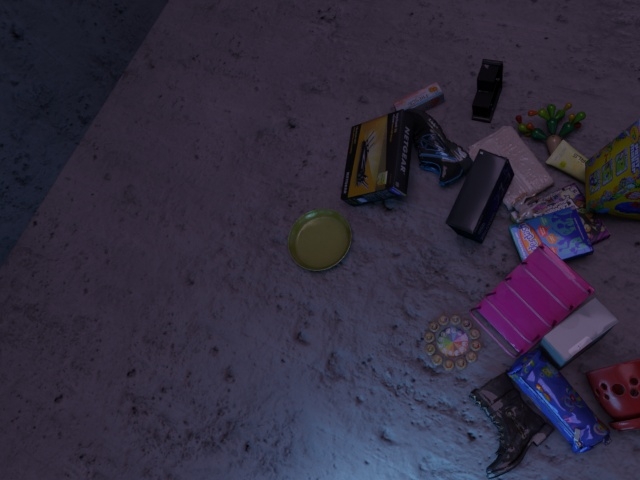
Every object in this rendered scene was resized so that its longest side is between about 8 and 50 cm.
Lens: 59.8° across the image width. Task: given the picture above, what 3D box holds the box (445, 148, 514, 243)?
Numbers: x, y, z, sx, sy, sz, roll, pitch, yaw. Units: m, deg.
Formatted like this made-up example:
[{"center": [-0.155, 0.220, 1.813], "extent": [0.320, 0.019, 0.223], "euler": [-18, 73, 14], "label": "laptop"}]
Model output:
[{"center": [0.522, -0.138, 1.807], "extent": [0.103, 0.184, 0.261], "euler": [25, 91, 30], "label": "box"}]

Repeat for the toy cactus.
[{"center": [0.793, -0.376, 1.912], "extent": [0.219, 0.112, 0.180], "euler": [-6, 87, 12], "label": "toy cactus"}]

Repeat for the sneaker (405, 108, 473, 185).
[{"center": [0.387, -0.342, 1.994], "extent": [0.139, 0.125, 0.341], "euler": [-40, 63, 1], "label": "sneaker"}]

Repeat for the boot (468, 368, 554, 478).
[{"center": [0.522, 0.537, 1.634], "extent": [0.263, 0.091, 0.229], "euler": [-37, 62, -11], "label": "boot"}]

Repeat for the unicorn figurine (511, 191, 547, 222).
[{"center": [0.662, -0.101, 1.785], "extent": [0.111, 0.162, 0.060], "euler": [-28, 103, 8], "label": "unicorn figurine"}]

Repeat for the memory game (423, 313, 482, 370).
[{"center": [0.423, 0.325, 1.782], "extent": [0.186, 0.012, 0.186], "euler": [-6, 67, 14], "label": "memory game"}]

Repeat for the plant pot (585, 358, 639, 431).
[{"center": [0.852, 0.419, 1.518], "extent": [0.191, 0.191, 0.174], "euler": [-18, 68, 10], "label": "plant pot"}]

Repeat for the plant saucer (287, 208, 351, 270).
[{"center": [0.000, 0.000, 2.025], "extent": [0.241, 0.037, 0.241], "euler": [-6, 68, 15], "label": "plant saucer"}]

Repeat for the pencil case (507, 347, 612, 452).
[{"center": [0.669, 0.455, 1.572], "extent": [0.306, 0.133, 0.119], "euler": [53, 125, 19], "label": "pencil case"}]

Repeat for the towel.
[{"center": [0.650, -0.257, 1.923], "extent": [0.187, 0.049, 0.282], "euler": [-31, 64, 4], "label": "towel"}]

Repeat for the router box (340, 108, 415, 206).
[{"center": [0.205, -0.292, 1.999], "extent": [0.243, 0.081, 0.309], "euler": [-10, 63, 43], "label": "router box"}]

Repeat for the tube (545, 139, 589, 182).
[{"center": [0.870, -0.229, 1.830], "extent": [0.070, 0.062, 0.240], "euler": [-38, 65, -20], "label": "tube"}]

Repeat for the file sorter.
[{"center": [0.612, 0.177, 1.631], "extent": [0.291, 0.182, 0.202], "euler": [-49, 68, 18], "label": "file sorter"}]

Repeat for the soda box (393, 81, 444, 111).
[{"center": [0.373, -0.523, 2.105], "extent": [0.183, 0.058, 0.063], "euler": [-25, 64, 7], "label": "soda box"}]

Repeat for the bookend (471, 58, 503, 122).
[{"center": [0.594, -0.533, 1.987], "extent": [0.072, 0.157, 0.156], "euler": [16, 74, 22], "label": "bookend"}]

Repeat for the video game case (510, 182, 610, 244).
[{"center": [0.773, -0.050, 1.807], "extent": [0.232, 0.042, 0.210], "euler": [-26, 66, 6], "label": "video game case"}]

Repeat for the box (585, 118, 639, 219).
[{"center": [0.983, -0.190, 1.619], "extent": [0.290, 0.279, 0.177], "euler": [9, 71, -2], "label": "box"}]

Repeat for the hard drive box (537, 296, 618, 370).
[{"center": [0.725, 0.275, 1.588], "extent": [0.181, 0.232, 0.089], "euler": [-38, 63, 1], "label": "hard drive box"}]

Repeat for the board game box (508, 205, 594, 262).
[{"center": [0.722, -0.002, 1.753], "extent": [0.210, 0.047, 0.160], "euler": [-19, 67, 12], "label": "board game box"}]
